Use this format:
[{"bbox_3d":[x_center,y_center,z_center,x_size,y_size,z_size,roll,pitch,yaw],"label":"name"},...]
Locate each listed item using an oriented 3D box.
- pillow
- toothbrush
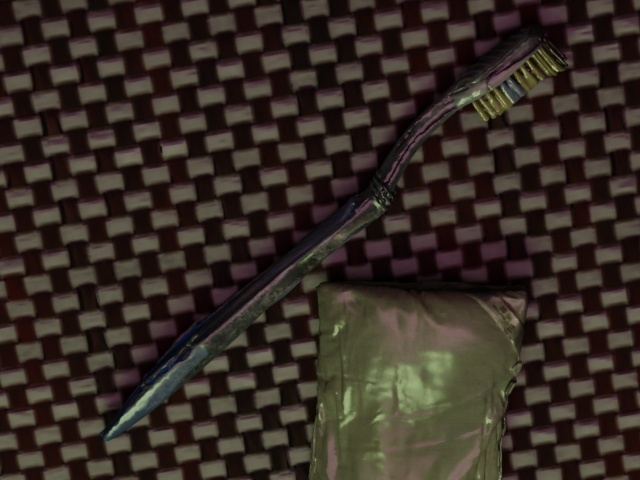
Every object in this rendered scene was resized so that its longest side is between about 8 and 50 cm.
[{"bbox_3d":[0.063,0.137,1.382,0.148,0.050,0.230,6,106,3],"label":"pillow"},{"bbox_3d":[0.000,0.000,1.345,0.413,0.035,0.042,-41,106,9],"label":"toothbrush"}]
